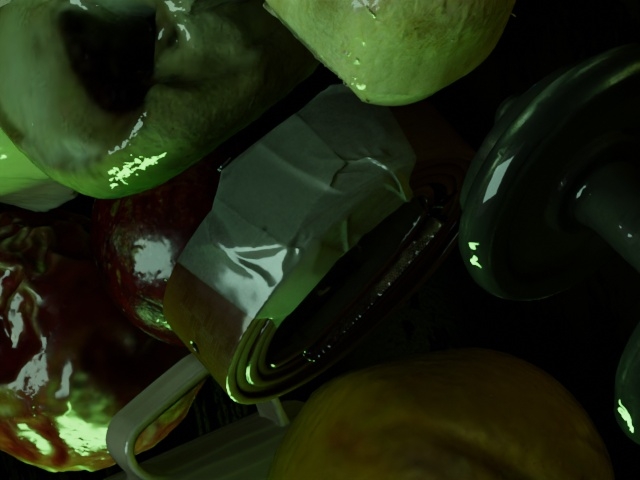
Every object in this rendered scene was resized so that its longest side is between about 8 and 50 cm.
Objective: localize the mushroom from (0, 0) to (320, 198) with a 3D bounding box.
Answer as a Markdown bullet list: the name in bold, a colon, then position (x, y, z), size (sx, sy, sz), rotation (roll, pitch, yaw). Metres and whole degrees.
- **mushroom**: position (-0.097, -0.133, 1.279), size (0.292, 0.217, 0.212), rotation (-28, 63, 42)

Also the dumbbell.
- **dumbbell**: position (0.202, 0.003, 0.961), size (0.290, 0.192, 0.192), rotation (48, 144, 33)

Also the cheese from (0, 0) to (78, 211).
- **cheese**: position (-0.301, -0.180, 1.614), size (0.332, 0.153, 0.292), rotation (-6, 82, 58)

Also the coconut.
- **coconut**: position (0.050, -0.193, 1.095), size (0.194, 0.194, 0.194), rotation (36, 136, 43)

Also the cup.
- **cup**: position (-0.109, 0.261, 1.523), size (0.288, 0.273, 0.208), rotation (64, 151, 4)

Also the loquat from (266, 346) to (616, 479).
- **loquat**: position (0.079, 0.208, 1.225), size (0.284, 0.276, 0.276), rotation (22, 126, 55)

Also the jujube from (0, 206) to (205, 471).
- **jujube**: position (-0.268, 0.098, 1.721), size (0.377, 0.276, 0.276), rotation (-158, 53, -67)

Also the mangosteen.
- **mangosteen**: position (-0.076, 0.010, 1.422), size (0.215, 0.215, 0.257), rotation (28, 162, 48)

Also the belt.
- **belt**: position (0.000, 0.000, 1.231), size (0.261, 0.184, 0.105), rotation (-46, 61, 10)
